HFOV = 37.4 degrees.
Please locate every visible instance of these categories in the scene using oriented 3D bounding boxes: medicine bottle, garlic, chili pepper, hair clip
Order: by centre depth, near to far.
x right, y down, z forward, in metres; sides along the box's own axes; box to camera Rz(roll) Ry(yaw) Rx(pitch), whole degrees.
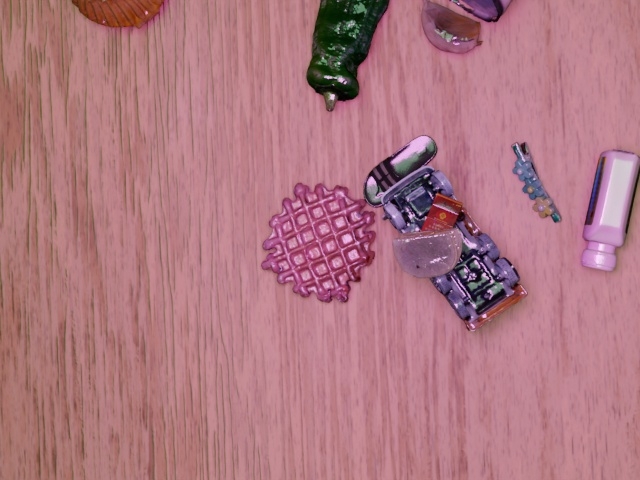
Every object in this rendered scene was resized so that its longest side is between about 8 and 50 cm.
[{"bbox_3d":[0.535,-0.054,1.754,0.078,0.115,0.219,12,91,8],"label":"medicine bottle"},{"bbox_3d":[0.408,-0.108,1.818,0.049,0.049,0.173,-26,86,8],"label":"hair clip"},{"bbox_3d":[0.244,-0.410,1.843,0.152,0.066,0.084,25,65,6],"label":"garlic"},{"bbox_3d":[0.045,-0.382,1.852,0.136,0.099,0.270,14,87,1],"label":"chili pepper"}]

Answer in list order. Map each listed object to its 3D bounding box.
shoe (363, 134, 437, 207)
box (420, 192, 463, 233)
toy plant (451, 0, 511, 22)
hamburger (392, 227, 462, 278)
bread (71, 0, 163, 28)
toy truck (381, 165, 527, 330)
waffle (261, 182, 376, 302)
[{"bbox_3d":[0.152,-0.140,1.853,0.179,0.049,0.071,-41,82,6],"label":"shoe"},{"bbox_3d":[0.217,-0.038,1.698,0.051,0.023,0.082,23,81,7],"label":"box"},{"bbox_3d":[0.350,-0.599,1.749,0.247,0.247,0.332,42,91,8],"label":"toy plant"},{"bbox_3d":[0.192,0.026,1.665,0.121,0.054,0.084,-9,101,10],"label":"hamburger"},{"bbox_3d":[-0.419,-0.553,1.914,0.240,0.139,0.240,-1,85,10],"label":"bread"},{"bbox_3d":[0.243,0.019,1.780,0.136,0.162,0.305,-34,78,-3],"label":"toy truck"},{"bbox_3d":[0.000,0.000,1.872,0.221,0.055,0.234,25,92,9],"label":"waffle"}]
